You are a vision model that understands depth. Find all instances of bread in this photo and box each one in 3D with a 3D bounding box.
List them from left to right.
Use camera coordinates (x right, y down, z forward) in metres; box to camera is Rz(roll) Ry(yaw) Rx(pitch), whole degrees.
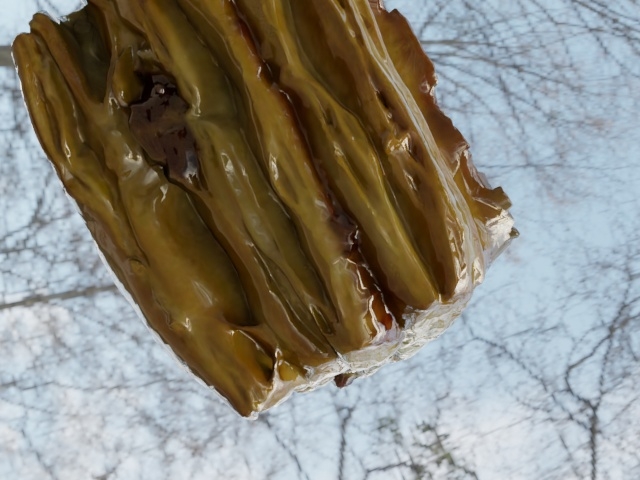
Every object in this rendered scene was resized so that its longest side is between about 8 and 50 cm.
[{"bbox_3d":[-0.055,-0.037,0.726,0.314,0.191,0.370,59,-12,2],"label":"bread"}]
